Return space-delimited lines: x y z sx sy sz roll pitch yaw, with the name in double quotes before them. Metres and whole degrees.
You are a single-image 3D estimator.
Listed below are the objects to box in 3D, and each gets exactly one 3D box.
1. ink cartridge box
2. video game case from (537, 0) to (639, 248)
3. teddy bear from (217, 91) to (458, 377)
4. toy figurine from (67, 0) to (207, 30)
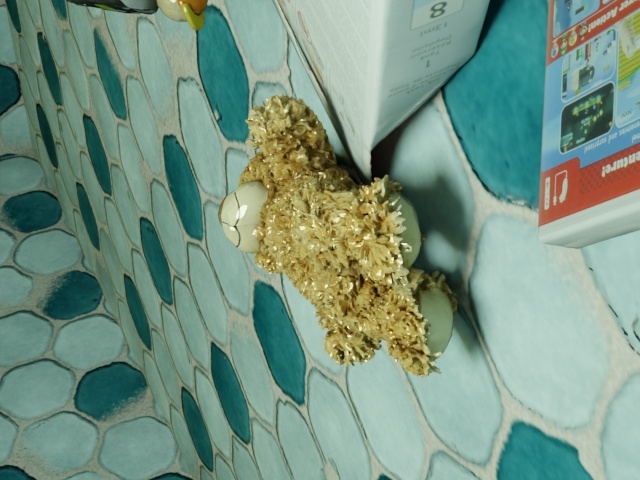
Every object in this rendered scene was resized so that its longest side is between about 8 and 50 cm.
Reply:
"ink cartridge box" 0.016 -0.235 0.793 0.385 0.091 0.308 84 162 -73
"video game case" 0.150 -0.153 0.391 0.204 0.025 0.285 151 126 -69
"teddy bear" 0.000 0.000 0.890 0.338 0.113 0.245 46 163 43
"toy figurine" -0.151 -0.322 0.928 0.210 0.148 0.213 89 -171 -48
